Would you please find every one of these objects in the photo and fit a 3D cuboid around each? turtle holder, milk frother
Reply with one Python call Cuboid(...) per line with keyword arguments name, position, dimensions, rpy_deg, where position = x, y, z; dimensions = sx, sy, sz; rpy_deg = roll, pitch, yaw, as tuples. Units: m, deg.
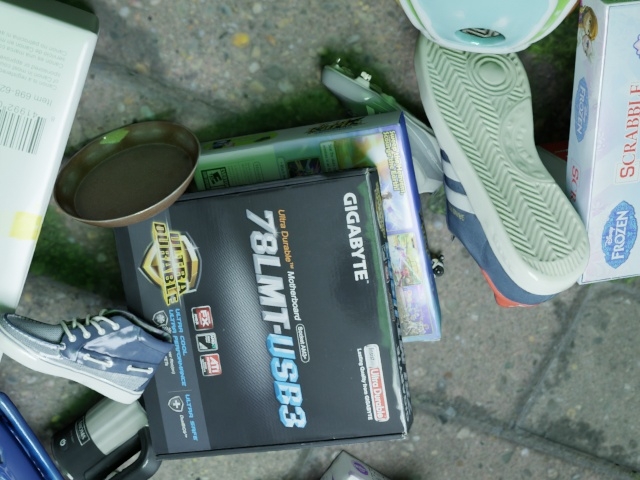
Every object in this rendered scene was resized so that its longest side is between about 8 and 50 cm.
Cuboid(name="turtle holder", position=(0.145, -0.316, 1.108), dimensions=(0.320, 0.243, 0.228), rpy_deg=(-10, 137, -12))
Cuboid(name="milk frother", position=(-0.226, 0.252, 1.306), dimensions=(0.134, 0.129, 0.143), rpy_deg=(-37, 155, 13))

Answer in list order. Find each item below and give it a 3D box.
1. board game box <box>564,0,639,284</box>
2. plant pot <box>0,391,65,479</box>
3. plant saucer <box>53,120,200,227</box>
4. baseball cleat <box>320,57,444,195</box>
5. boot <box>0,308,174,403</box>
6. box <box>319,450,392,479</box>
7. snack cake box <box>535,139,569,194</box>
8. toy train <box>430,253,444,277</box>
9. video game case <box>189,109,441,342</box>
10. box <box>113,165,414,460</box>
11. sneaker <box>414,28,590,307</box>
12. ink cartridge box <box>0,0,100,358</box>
Cuboid(name="board game box", position=(0.422, -0.123, 1.130), dimensions=(0.317, 0.066, 0.319), rpy_deg=(-7, 120, -9))
Cuboid(name="plant pot", position=(-0.416, 0.318, 1.208), dimensions=(0.235, 0.212, 0.236), rpy_deg=(-20, 112, 17))
Cuboid(name="plant saucer", position=(-0.207, -0.069, 1.169), dimensions=(0.168, 0.168, 0.029), rpy_deg=(-22, 131, -3))
Cuboid(name="baseball cleat", position=(0.070, -0.119, 1.249), dimensions=(0.205, 0.072, 0.109), rpy_deg=(31, 100, -18))
Cuboid(name="boot", position=(-0.249, 0.099, 1.120), dimensions=(0.190, 0.069, 0.086), rpy_deg=(29, 102, -36))
Cuboid(name="box", position=(0.141, 0.396, 1.441), dimensions=(0.324, 0.067, 0.063), rpy_deg=(35, 100, -18))
Cuboid(name="snack cake box", position=(0.406, -0.076, 1.285), dimensions=(0.264, 0.152, 0.089), rpy_deg=(-9, 110, -8))
Cuboid(name="toy train", position=(0.105, 0.080, 1.349), dimensions=(0.036, 0.027, 0.158), rpy_deg=(32, 101, -8))
Cuboid(name="video game case", position=(0.000, 0.000, 1.244), dimensions=(0.244, 0.061, 0.270), rpy_deg=(-7, 112, 13))
Cuboid(name="box", position=(-0.062, 0.082, 1.178), dimensions=(0.293, 0.073, 0.296), rpy_deg=(-7, 96, 14))
Cuboid(name="sneaker", position=(0.178, -0.084, 1.203), dimensions=(0.131, 0.148, 0.350), rpy_deg=(-10, 69, -15))
Cuboid(name="ink cartridge box", position=(-0.420, -0.089, 1.116), dimensions=(0.279, 0.160, 0.385), rpy_deg=(17, 104, -16))
